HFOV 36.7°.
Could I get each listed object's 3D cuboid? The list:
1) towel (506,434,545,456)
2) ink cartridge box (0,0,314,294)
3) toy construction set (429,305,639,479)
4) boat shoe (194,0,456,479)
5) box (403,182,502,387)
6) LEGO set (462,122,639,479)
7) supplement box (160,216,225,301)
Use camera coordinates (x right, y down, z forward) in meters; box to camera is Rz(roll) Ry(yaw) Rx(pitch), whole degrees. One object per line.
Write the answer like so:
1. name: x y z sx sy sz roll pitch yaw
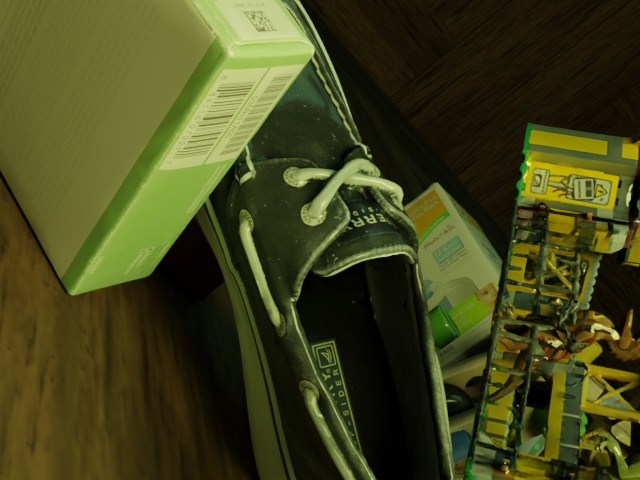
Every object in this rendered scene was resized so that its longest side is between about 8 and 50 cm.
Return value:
1. towel: 0.212 0.147 0.964 0.113 0.023 0.152 -35 124 -40
2. ink cartridge box: -0.124 -0.116 0.452 0.056 0.171 0.235 -16 66 -46
3. toy construction set: 0.214 0.150 0.748 0.257 0.237 0.309 51 13 -3
4. boat shoe: 0.000 0.000 0.470 0.108 0.102 0.301 -9 87 -34
5. box: 0.148 0.054 1.061 0.103 0.114 0.203 36 22 -47
6. LEGO set: 0.161 0.109 0.425 0.331 0.192 0.254 -64 161 -55
7. supplement box: -0.101 -0.096 0.568 0.239 0.130 0.073 48 13 -13
